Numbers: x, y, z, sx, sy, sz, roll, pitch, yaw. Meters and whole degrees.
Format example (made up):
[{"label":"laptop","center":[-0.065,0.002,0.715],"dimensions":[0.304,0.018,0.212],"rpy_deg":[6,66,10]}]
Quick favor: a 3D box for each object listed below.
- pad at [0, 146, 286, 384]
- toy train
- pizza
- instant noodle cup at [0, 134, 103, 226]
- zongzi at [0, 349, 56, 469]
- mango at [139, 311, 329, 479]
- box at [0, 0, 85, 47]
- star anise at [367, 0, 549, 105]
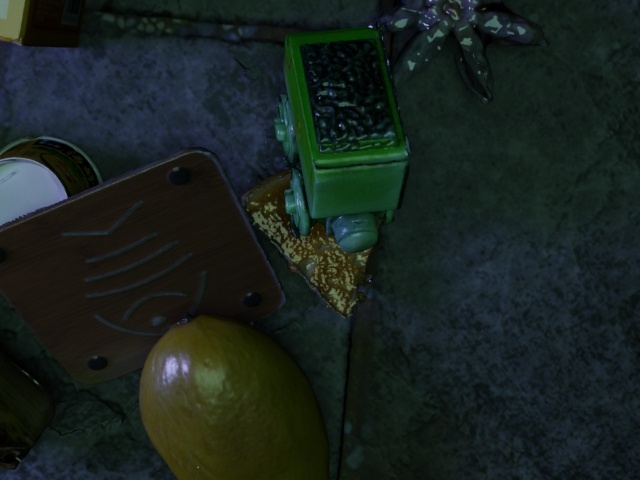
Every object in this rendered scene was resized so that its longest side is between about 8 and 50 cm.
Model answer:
[{"label":"pad","center":[-0.207,0.041,1.196],"dimensions":[0.287,0.018,0.284],"rpy_deg":[-22,134,2]},{"label":"toy train","center":[0.021,-0.118,1.141],"dimensions":[0.133,0.188,0.243],"rpy_deg":[-6,60,-8]},{"label":"pizza","center":[0.000,0.000,1.250],"dimensions":[0.201,0.053,0.193],"rpy_deg":[-3,87,-10]},{"label":"instant noodle cup","center":[-0.331,-0.043,1.197],"dimensions":[0.152,0.122,0.151],"rpy_deg":[-1,99,-4]},{"label":"zongzi","center":[-0.502,0.208,1.242],"dimensions":[0.300,0.145,0.274],"rpy_deg":[-39,105,21]},{"label":"mango","center":[-0.089,0.230,1.249],"dimensions":[0.195,0.142,0.331],"rpy_deg":[-31,111,5]},{"label":"box","center":[-0.382,-0.325,1.063],"dimensions":[0.260,0.283,0.213],"rpy_deg":[13,98,-5]},{"label":"star anise","center":[0.149,-0.264,1.198],"dimensions":[0.236,0.093,0.229],"rpy_deg":[32,96,-9]}]
